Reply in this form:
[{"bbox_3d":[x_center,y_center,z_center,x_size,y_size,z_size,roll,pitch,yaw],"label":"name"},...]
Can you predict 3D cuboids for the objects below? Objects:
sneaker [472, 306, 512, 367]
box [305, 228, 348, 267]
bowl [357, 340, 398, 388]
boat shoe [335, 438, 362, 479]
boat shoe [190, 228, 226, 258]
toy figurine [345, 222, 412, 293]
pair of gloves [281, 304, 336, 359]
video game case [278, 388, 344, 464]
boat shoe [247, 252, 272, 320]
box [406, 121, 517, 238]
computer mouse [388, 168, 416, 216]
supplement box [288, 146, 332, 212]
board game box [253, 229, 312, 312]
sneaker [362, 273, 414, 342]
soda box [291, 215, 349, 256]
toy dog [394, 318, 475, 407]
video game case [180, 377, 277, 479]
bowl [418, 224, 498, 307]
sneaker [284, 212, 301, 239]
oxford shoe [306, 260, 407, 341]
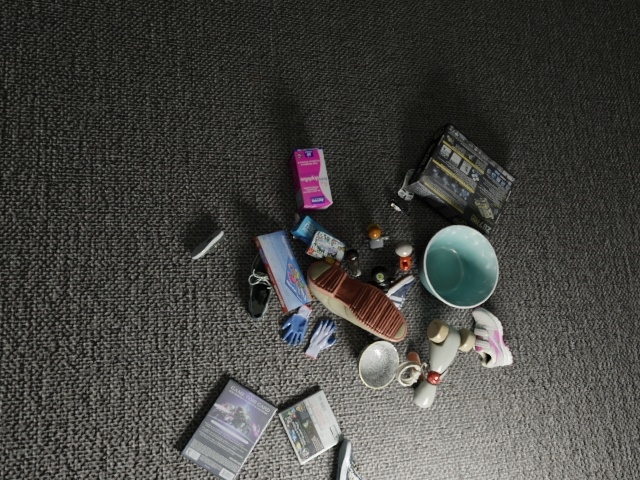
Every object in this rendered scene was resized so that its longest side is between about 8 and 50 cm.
[{"bbox_3d":[0.649,0.385,1.660,0.111,0.103,0.252,-20,85,-18],"label":"sneaker"},{"bbox_3d":[0.023,0.031,1.523,0.137,0.027,0.093,27,81,-20],"label":"box"},{"bbox_3d":[0.192,0.439,1.538,0.170,0.080,0.169,-1,92,-27],"label":"bowl"},{"bbox_3d":[0.105,0.786,1.474,0.083,0.065,0.183,12,84,-13],"label":"boat shoe"},{"bbox_3d":[-0.391,0.021,1.498,0.142,0.049,0.040,-43,130,-12],"label":"boat shoe"},{"bbox_3d":[0.209,0.065,1.546,0.213,0.148,0.210,-43,58,-16],"label":"toy figurine"},{"bbox_3d":[-0.038,0.332,1.540,0.198,0.023,0.159,33,74,-5],"label":"pair of gloves"},{"bbox_3d":[-0.032,0.647,1.484,0.173,0.022,0.190,-23,87,-17],"label":"video game case"},{"bbox_3d":[-0.210,0.155,1.500,0.095,0.079,0.254,15,76,-9],"label":"boat shoe"},{"bbox_3d":[0.587,-0.238,1.743,0.395,0.097,0.318,34,71,-14],"label":"box"},{"bbox_3d":[0.349,-0.199,1.725,0.106,0.042,0.192,28,77,-10],"label":"computer mouse"},{"bbox_3d":[-0.039,-0.225,1.597,0.111,0.114,0.219,-9,84,-16],"label":"supplement box"},{"bbox_3d":[-0.132,0.105,1.515,0.145,0.027,0.281,-17,82,-52],"label":"board game box"},{"bbox_3d":[0.272,0.259,1.589,0.282,0.099,0.153,-39,86,-10],"label":"sneaker"},{"bbox_3d":[0.000,0.000,1.567,0.210,0.067,0.071,37,74,-16],"label":"soda box"},{"bbox_3d":[0.419,0.434,1.592,0.334,0.161,0.220,-44,100,-4],"label":"toy dog"},{"bbox_3d":[-0.300,0.632,1.418,0.196,0.026,0.274,35,73,-6],"label":"video game case"},{"bbox_3d":[0.505,0.106,1.644,0.312,0.163,0.311,2,80,-13],"label":"bowl"},{"bbox_3d":[-0.102,-0.050,1.586,0.069,0.038,0.098,-13,83,-17],"label":"sneaker"},{"bbox_3d":[0.122,0.224,1.500,0.397,0.146,0.140,37,61,13],"label":"oxford shoe"}]
